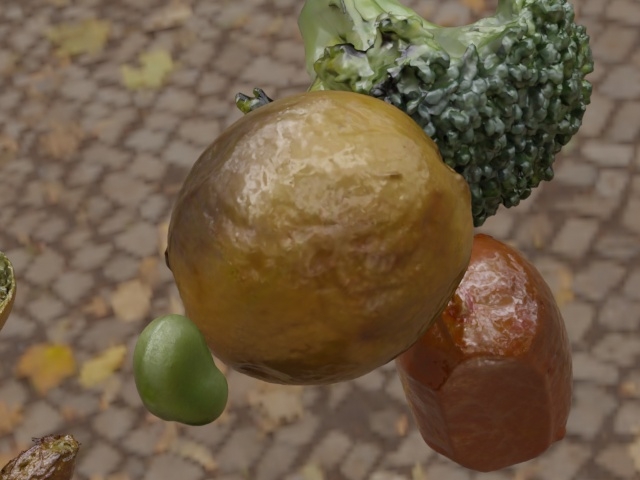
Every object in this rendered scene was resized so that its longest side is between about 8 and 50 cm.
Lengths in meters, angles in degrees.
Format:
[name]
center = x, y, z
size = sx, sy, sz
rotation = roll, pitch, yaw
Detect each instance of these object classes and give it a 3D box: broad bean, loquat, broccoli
[broad bean]
center = -0.089, 0.083, 1.220
size = 0.045, 0.083, 0.063
rotation = 10, 58, 32
[loquat]
center = 0.000, 0.000, 1.466
size = 0.238, 0.238, 0.193
rotation = -15, 50, -7
[broccoli]
center = 0.095, -0.106, 1.793
size = 0.334, 0.324, 0.272
rotation = -17, 31, -40

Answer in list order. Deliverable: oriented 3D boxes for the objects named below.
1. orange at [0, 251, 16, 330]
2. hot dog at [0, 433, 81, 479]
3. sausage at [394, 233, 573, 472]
[orange]
center = -0.358, 0.039, 1.852
size = 0.134, 0.156, 0.156
rotation = -34, 48, -16
[hot dog]
center = -0.141, 0.132, 0.948
size = 0.035, 0.083, 0.058
rotation = 16, 18, 9
[sausage]
center = 0.142, 0.099, 1.724
size = 0.153, 0.268, 0.141
rotation = -17, 56, 3
